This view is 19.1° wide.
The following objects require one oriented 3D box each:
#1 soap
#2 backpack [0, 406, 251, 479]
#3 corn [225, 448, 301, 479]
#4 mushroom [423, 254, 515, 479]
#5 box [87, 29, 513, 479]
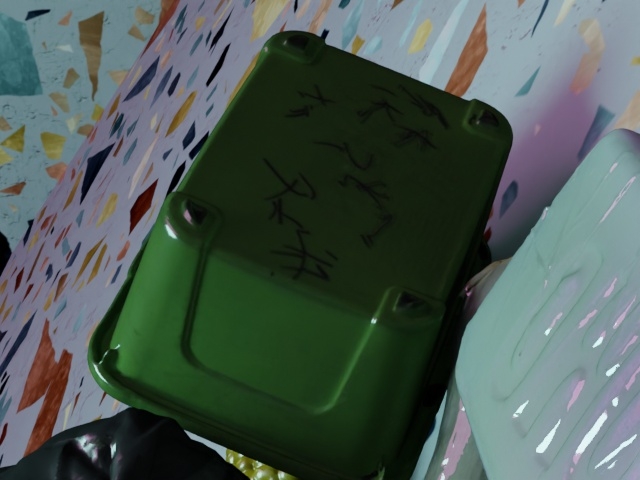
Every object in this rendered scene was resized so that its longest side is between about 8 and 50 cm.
[{"bbox_3d":[0.193,0.096,1.070,0.208,0.115,0.347,-57,18,17],"label":"soap"},{"bbox_3d":[-0.133,0.364,1.269,0.255,0.363,0.446,-19,47,22],"label":"backpack"},{"bbox_3d":[-0.004,0.111,1.584,0.131,0.131,0.344,-48,22,38],"label":"corn"},{"bbox_3d":[0.112,0.133,1.286,0.278,0.099,0.096,-70,13,-13],"label":"mushroom"},{"bbox_3d":[0.000,0.000,1.403,0.329,0.252,0.178,-64,-7,-51],"label":"box"}]
